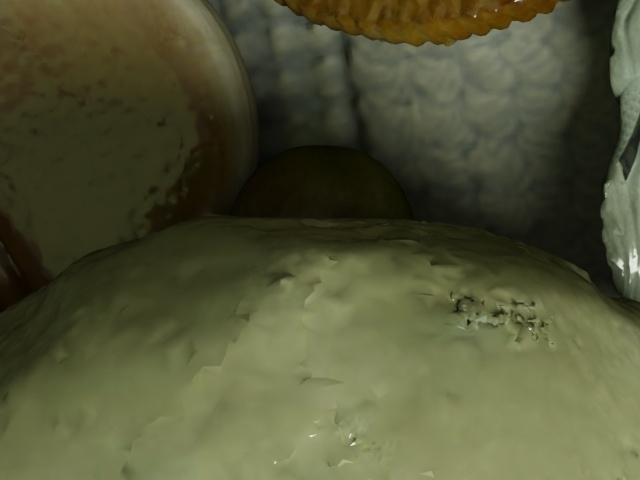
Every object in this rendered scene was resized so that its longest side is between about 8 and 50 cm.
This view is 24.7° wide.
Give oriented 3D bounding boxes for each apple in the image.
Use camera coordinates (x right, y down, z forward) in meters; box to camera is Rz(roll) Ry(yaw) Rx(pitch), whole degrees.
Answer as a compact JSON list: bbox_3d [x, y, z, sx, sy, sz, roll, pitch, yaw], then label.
[{"bbox_3d":[0.000,0.000,0.678,0.090,0.089,0.074,-21,42,24],"label":"apple"}]

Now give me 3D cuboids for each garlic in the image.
[{"bbox_3d":[-0.139,-0.060,0.726,0.217,0.110,0.228,-16,99,13],"label":"garlic"}]

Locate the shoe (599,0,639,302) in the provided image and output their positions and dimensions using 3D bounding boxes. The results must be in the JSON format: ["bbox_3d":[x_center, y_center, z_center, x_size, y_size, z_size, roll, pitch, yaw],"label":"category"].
[{"bbox_3d":[0.172,-0.035,0.609,0.099,0.071,0.169,0,92,21],"label":"shoe"}]

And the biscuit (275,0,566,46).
[{"bbox_3d":[0.050,-0.237,0.648,0.305,0.038,0.305,0,91,28],"label":"biscuit"}]

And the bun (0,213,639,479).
[{"bbox_3d":[-0.002,0.111,0.572,0.362,0.326,0.234,0,56,4],"label":"bun"}]
